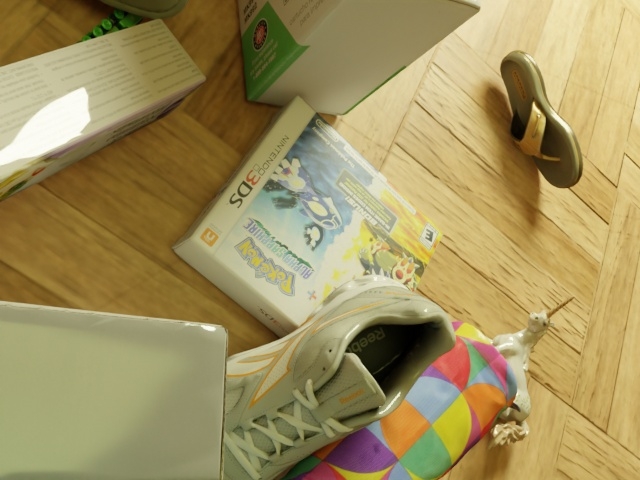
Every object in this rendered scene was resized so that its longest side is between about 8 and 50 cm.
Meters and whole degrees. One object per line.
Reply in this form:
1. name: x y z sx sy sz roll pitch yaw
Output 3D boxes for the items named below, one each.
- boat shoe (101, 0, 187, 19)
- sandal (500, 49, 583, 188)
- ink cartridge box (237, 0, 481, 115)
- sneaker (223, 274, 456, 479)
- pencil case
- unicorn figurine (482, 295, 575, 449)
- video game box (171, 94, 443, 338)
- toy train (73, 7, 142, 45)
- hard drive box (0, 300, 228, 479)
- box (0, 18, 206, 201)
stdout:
1. boat shoe: -0.213 -0.256 0.553 0.227 0.081 0.069 20 46 -22
2. sandal: 0.254 -0.142 0.826 0.049 0.072 0.180 -22 86 -20
3. ink cartridge box: 0.011 -0.294 0.628 0.121 0.211 0.289 2 73 -31
4. sneaker: -0.014 0.115 0.503 0.262 0.121 0.099 -39 102 -15
5. pencil case: 0.069 0.168 0.576 0.236 0.104 0.104 -34 94 -31
6. unicorn figurine: 0.194 0.129 0.710 0.111 0.060 0.162 10 86 -31
7. video game box: 0.000 0.000 0.626 0.205 0.048 0.187 41 60 -16
8. toy train: -0.182 -0.173 0.581 0.024 0.017 0.083 48 55 -24
9. hard drive box: -0.194 0.092 0.386 0.232 0.181 0.089 10 70 -30
10. box: -0.192 -0.075 0.448 0.067 0.063 0.324 52 34 -9
